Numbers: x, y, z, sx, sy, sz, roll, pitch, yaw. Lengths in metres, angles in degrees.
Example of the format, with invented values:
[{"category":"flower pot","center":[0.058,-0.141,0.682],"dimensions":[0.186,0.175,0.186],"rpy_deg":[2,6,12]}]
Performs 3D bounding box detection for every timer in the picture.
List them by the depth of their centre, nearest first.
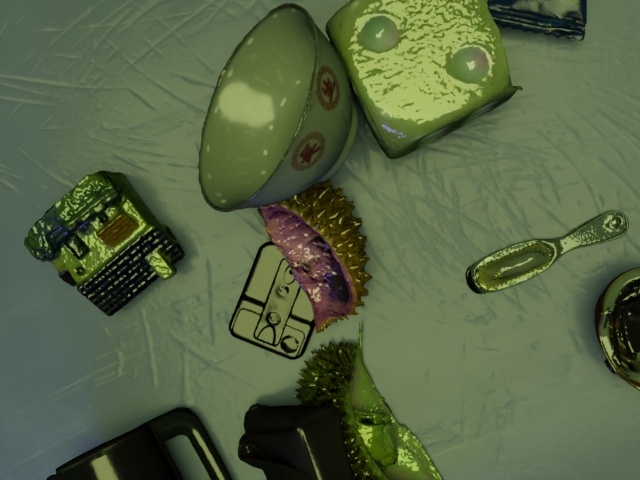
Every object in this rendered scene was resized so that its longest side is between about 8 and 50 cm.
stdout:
[{"category":"timer","center":[-0.069,0.104,1.710],"dimensions":[0.144,0.055,0.187],"rpy_deg":[21,92,5]}]

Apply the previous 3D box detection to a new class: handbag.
[{"category":"handbag","center":[-0.040,0.419,1.633],"dimensions":[0.114,0.257,0.285],"rpy_deg":[-17,94,-35]}]

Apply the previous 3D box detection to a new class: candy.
[{"category":"candy","center":[0.379,-0.514,1.651],"dimensions":[0.187,0.077,0.331],"rpy_deg":[8,90,2]}]

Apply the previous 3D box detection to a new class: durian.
[{"category":"durian","center":[0.013,-0.008,1.637],"dimensions":[0.154,0.186,0.260],"rpy_deg":[-16,122,37]},{"category":"durian","center":[0.072,0.342,1.695],"dimensions":[0.170,0.157,0.355],"rpy_deg":[-28,89,-31]}]

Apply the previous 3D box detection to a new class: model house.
[{"category":"model house","center":[-0.369,0.017,1.679],"dimensions":[0.194,0.170,0.211],"rpy_deg":[-40,88,2]}]

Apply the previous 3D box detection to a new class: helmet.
[{"category":"helmet","center":[0.555,0.142,1.620],"dimensions":[0.198,0.130,0.224],"rpy_deg":[-29,99,9]}]

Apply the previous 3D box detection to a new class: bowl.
[{"category":"bowl","center":[-0.045,-0.182,1.518],"dimensions":[0.158,0.337,0.337],"rpy_deg":[20,93,-31]}]

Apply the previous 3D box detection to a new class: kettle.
[{"category":"kettle","center":[-0.287,0.478,1.667],"dimensions":[0.262,0.203,0.308],"rpy_deg":[-26,86,7]}]

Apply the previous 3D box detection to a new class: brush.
[{"category":"brush","center":[0.392,0.018,1.666],"dimensions":[0.297,0.060,0.068],"rpy_deg":[-23,87,5]}]

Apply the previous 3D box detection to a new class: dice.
[{"category":"dice","center":[0.165,-0.296,1.585],"dimensions":[0.255,0.252,0.249],"rpy_deg":[-27,89,6]}]

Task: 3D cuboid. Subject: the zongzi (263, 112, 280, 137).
[{"category":"zongzi","center":[-0.044,-0.179,1.674],"dimensions":[0.198,0.099,0.194],"rpy_deg":[-4,91,11]}]
